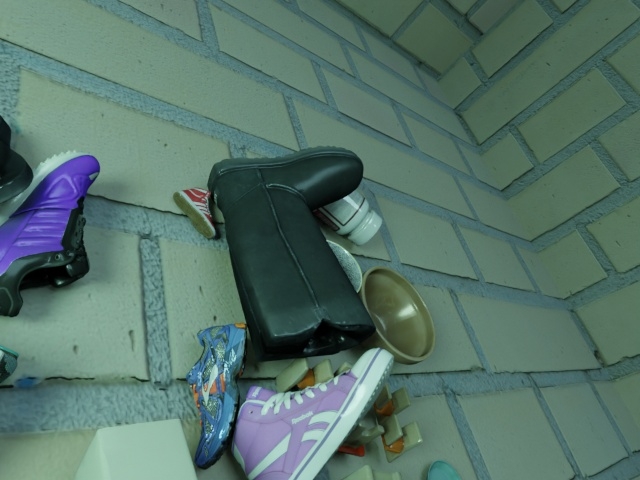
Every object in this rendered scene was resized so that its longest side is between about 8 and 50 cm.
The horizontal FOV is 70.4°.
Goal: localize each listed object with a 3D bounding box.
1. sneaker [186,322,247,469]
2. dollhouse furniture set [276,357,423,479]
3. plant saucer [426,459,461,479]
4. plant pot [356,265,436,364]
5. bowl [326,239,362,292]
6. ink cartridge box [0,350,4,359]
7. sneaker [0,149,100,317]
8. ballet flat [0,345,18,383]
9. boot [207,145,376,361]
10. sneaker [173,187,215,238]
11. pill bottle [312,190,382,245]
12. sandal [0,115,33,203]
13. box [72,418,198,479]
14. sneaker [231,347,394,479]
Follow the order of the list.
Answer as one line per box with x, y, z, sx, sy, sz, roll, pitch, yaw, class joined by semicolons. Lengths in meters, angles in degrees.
-0.167;0.234;0.705;0.087;0.083;0.221;5;55;-3;sneaker
0.046;0.355;0.803;0.262;0.135;0.259;27;29;-28;dollhouse furniture set
0.255;0.519;0.934;0.119;0.021;0.119;28;41;-28;plant saucer
0.149;0.186;1.055;0.237;0.110;0.237;28;41;-27;plant pot
-0.001;0.083;0.999;0.170;0.080;0.170;16;42;-15;bowl
-0.418;0.170;0.436;0.127;0.072;0.175;30;60;-26;ink cartridge box
-0.392;-0.007;0.661;0.146;0.102;0.293;38;44;-15;sneaker
-0.448;0.117;0.511;0.188;0.070;0.070;34;38;-18;ballet flat
-0.002;0.001;0.895;0.367;0.146;0.445;-12;46;-18;boot
-0.238;-0.061;0.923;0.118;0.042;0.067;50;38;5;sneaker
0.050;-0.092;1.196;0.221;0.121;0.121;40;36;-13;pill bottle
-0.471;-0.118;0.623;0.097;0.054;0.254;-35;50;-18;sandal
-0.156;0.318;0.420;0.094;0.113;0.275;10;34;-40;box
-0.026;0.240;0.664;0.161;0.282;0.102;39;2;20;sneaker
